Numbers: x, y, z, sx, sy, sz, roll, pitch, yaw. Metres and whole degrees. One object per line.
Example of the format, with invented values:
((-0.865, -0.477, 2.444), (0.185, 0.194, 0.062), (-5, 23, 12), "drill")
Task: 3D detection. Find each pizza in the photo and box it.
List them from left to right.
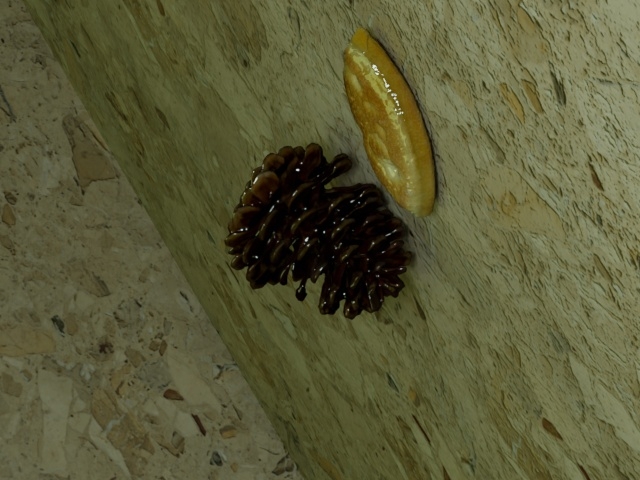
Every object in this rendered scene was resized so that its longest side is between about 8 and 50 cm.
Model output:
((0.092, -0.154, 2.060), (0.271, 0.056, 0.134), (64, 159, -9), "pizza")

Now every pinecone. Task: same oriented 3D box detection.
((0.001, 0.001, 2.244), (0.292, 0.246, 0.246), (40, 153, 26), "pinecone")
